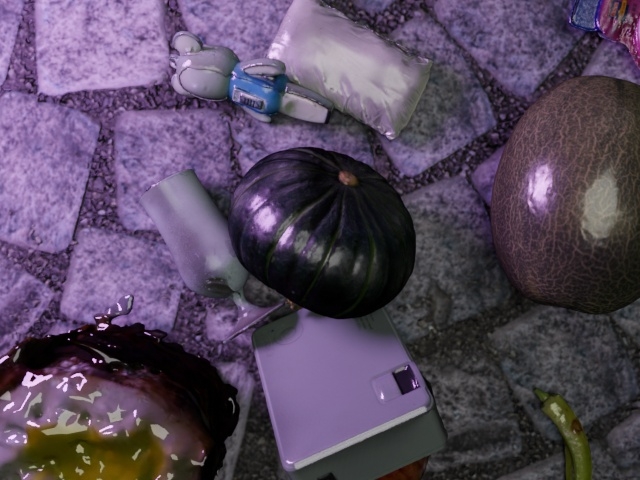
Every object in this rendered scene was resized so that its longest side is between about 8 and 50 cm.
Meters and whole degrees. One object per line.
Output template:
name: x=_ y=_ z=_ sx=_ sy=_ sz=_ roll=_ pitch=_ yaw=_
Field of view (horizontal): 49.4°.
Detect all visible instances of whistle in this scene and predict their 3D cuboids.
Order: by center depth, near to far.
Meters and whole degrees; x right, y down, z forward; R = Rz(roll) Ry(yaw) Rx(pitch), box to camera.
whistle: x=-0.095 y=-0.216 z=0.959 sx=0.235 sy=0.114 sz=0.077 roll=18 pitch=51 yaw=-1

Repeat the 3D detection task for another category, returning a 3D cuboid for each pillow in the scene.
pillow: x=0.039 y=-0.248 z=0.981 sx=0.229 sy=0.051 sz=0.128 roll=30 pitch=89 yaw=0

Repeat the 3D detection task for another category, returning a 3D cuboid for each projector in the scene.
projector: x=0.031 y=0.186 z=0.887 sx=0.192 sy=0.257 sz=0.099 roll=-25 pitch=123 yaw=0

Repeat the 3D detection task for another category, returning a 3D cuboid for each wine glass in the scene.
wine glass: x=-0.152 y=0.019 z=0.954 sx=0.103 sy=0.103 sz=0.231 roll=-34 pitch=88 yaw=-1

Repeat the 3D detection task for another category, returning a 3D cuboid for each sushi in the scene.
sushi: x=-0.263 y=0.248 z=0.858 sx=0.299 sy=0.294 sz=0.281 roll=34 pitch=93 yaw=0

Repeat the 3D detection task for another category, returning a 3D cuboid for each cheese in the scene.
cheese: x=0.477 y=-0.305 z=0.984 sx=0.244 sy=0.062 sz=0.155 roll=18 pitch=92 yaw=-1

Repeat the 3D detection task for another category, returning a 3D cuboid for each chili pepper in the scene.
chili pepper: x=0.362 y=0.307 z=0.996 sx=0.049 sy=0.043 sz=0.208 roll=-18 pitch=91 yaw=-14

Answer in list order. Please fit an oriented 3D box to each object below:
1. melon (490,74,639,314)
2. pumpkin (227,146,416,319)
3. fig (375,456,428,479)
melon: x=0.344 y=-0.059 z=0.895 sx=0.237 sy=0.237 sz=0.302 roll=10 pitch=89 yaw=-1
pumpkin: x=0.000 y=0.000 z=0.892 sx=0.250 sy=0.250 sz=0.216 roll=19 pitch=109 yaw=-1
fig: x=0.085 y=0.285 z=0.947 sx=0.202 sy=0.148 sz=0.149 roll=22 pitch=119 yaw=-34
